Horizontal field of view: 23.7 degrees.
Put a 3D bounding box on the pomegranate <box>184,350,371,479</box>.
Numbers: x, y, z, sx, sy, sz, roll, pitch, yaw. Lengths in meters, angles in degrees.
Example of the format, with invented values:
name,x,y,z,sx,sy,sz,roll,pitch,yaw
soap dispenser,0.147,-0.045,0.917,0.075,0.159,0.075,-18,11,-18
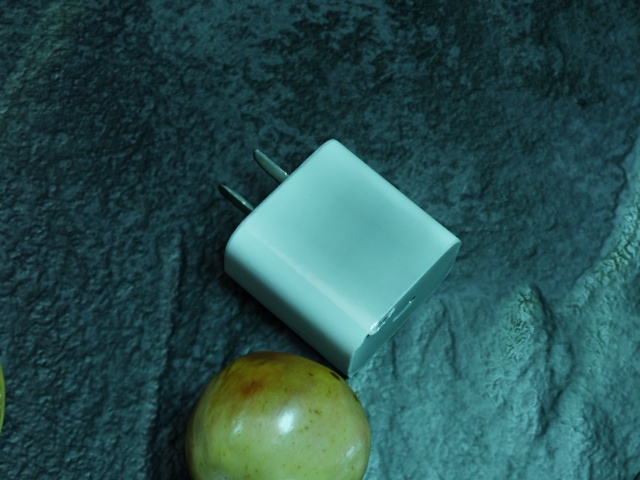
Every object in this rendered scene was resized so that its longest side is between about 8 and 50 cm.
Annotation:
name,x,y,z,sx,sy,sz,roll,pitch,yaw
pomegranate,-0.046,0.207,1.556,0.191,0.191,0.191,1,65,-3

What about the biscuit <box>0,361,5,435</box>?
name,x,y,z,sx,sy,sz,roll,pitch,yaw
biscuit,-0.453,0.212,1.599,0.309,0.040,0.204,-39,73,-18

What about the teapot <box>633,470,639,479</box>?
name,x,y,z,sx,sy,sz,roll,pitch,yaw
teapot,0.388,0.333,1.545,0.203,0.171,0.225,-10,70,26

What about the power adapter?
name,x,y,z,sx,sy,sz,roll,pitch,yaw
power adapter,0.000,0.000,1.684,0.255,0.124,0.187,39,67,14
